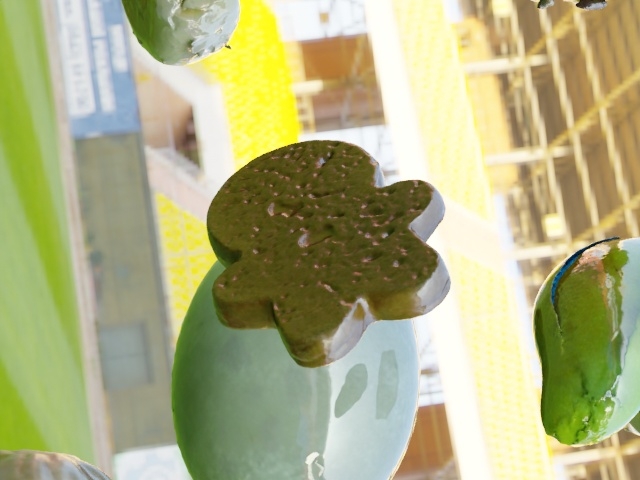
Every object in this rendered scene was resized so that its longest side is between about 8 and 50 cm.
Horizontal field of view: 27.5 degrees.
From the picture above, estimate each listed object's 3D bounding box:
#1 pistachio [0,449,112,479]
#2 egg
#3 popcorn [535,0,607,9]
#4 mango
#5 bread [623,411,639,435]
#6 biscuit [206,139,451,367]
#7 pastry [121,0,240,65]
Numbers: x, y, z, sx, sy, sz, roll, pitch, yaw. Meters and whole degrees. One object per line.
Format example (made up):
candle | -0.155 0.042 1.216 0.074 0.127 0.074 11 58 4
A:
pistachio | -0.183 0.224 0.913 0.185 0.126 0.108 53 -24 3
egg | -0.024 0.140 1.361 0.258 0.258 0.352 93 -4 -54
popcorn | 0.279 -0.328 1.302 0.253 0.190 0.191 -82 174 -76
mango | 0.235 0.077 1.086 0.125 0.233 0.111 -14 -62 44
bread | 0.369 0.111 1.276 0.192 0.210 0.110 -65 157 -10
biscuit | 0.000 0.000 0.931 0.236 0.180 0.039 58 -7 52
pastry | -0.130 -0.238 1.192 0.166 0.088 0.166 50 -29 42
